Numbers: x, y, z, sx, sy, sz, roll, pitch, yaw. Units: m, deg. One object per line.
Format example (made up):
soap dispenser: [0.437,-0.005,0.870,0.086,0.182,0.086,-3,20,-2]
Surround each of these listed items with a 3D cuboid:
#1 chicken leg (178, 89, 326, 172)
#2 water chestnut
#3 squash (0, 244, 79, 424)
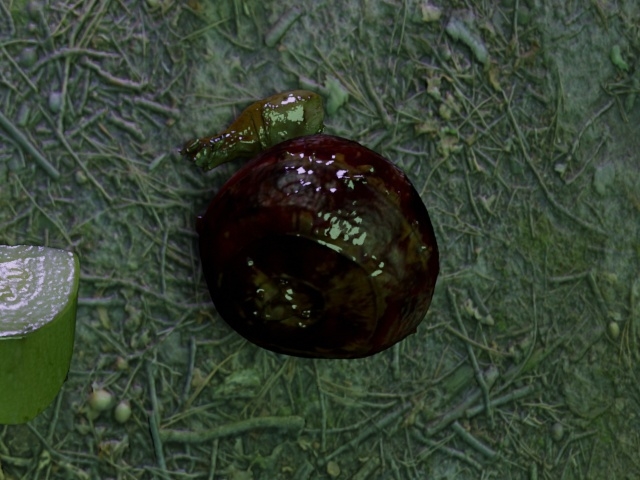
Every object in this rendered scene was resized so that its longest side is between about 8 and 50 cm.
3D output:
chicken leg: [-0.091,-0.147,1.765,0.228,0.088,0.103,-29,124,-19]
water chestnut: [0.000,0.000,1.715,0.351,0.302,0.350,4,121,7]
squash: [-0.447,0.127,1.642,0.237,0.155,0.204,0,55,-24]
